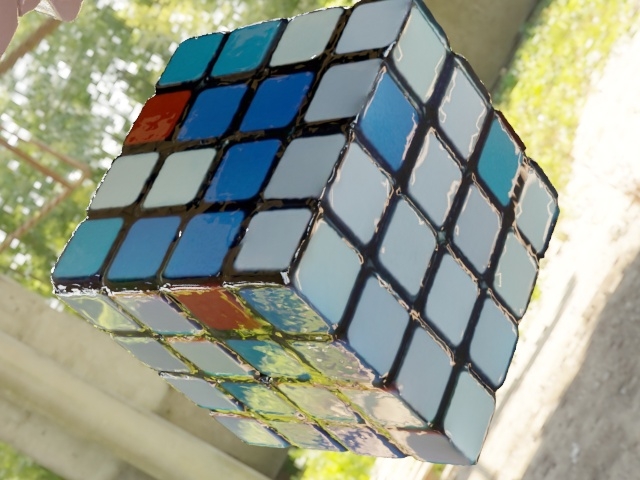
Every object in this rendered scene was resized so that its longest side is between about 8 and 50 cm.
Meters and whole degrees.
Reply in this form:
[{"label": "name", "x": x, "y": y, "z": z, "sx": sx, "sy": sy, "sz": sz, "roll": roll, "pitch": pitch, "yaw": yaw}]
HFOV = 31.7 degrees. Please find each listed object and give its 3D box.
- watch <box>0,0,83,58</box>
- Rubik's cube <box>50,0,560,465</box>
[{"label": "watch", "x": -0.264, "y": -0.275, "z": 0.767, "sx": 0.211, "sy": 0.217, "sz": 0.248, "roll": -45, "pitch": -15, "yaw": -42}, {"label": "Rubik's cube", "x": 0.000, "y": 0.000, "z": 0.529, "sx": 0.151, "sy": 0.155, "sz": 0.154, "roll": -1, "pitch": 55, "yaw": 41}]
